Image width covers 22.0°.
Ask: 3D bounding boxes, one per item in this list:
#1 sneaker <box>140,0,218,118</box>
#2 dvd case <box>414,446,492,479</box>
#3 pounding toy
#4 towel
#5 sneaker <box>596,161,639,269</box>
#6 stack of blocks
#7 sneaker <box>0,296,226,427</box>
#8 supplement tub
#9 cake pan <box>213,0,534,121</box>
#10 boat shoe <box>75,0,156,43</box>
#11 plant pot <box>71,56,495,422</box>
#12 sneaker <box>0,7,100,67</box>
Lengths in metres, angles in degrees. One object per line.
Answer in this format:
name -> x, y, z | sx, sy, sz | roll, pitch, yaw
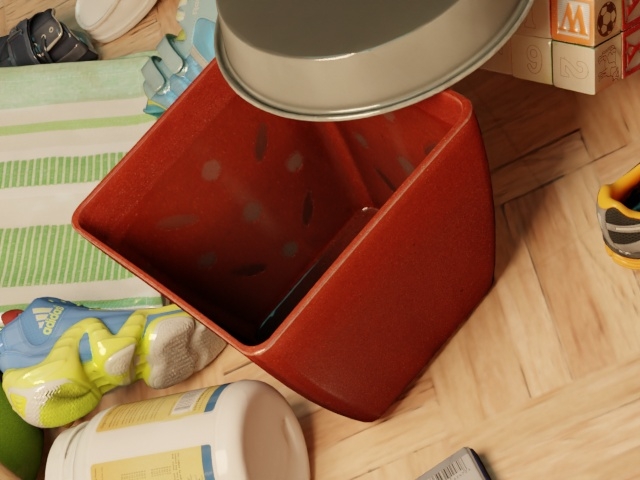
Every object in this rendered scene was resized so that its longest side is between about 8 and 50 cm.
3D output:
sneaker -> -0.124, -0.239, 1.687 | 0.208, 0.127, 0.319 | -33, 68, 21
dvd case -> 0.098, 0.306, 1.322 | 0.179, 0.029, 0.239 | -35, 49, 9
pounding toy -> -0.287, 0.152, 1.557 | 0.110, 0.183, 0.237 | -35, 35, -5
towel -> -0.273, -0.052, 1.703 | 0.247, 0.038, 0.325 | -6, 59, 3
sneaker -> 0.324, -0.058, 1.373 | 0.215, 0.083, 0.084 | -36, 48, 6
stack of blocks -> 0.173, -0.228, 1.513 | 0.297, 0.087, 0.171 | 18, 35, 39
sneaker -> -0.199, 0.082, 1.526 | 0.126, 0.240, 0.091 | 43, 132, 30
supplement tub -> -0.125, 0.206, 1.445 | 0.199, 0.144, 0.144 | -13, 56, 25
cake pan -> 0.039, -0.223, 1.382 | 0.293, 0.054, 0.293 | -12, 47, 14
boat shoe -> -0.209, -0.338, 1.814 | 0.277, 0.096, 0.098 | -52, 56, 27
plant pot -> 0.000, 0.000, 1.428 | 0.267, 0.236, 0.267 | -49, 49, -10
sneaker -> -0.329, -0.159, 1.837 | 0.163, 0.086, 0.226 | -22, 52, 22
